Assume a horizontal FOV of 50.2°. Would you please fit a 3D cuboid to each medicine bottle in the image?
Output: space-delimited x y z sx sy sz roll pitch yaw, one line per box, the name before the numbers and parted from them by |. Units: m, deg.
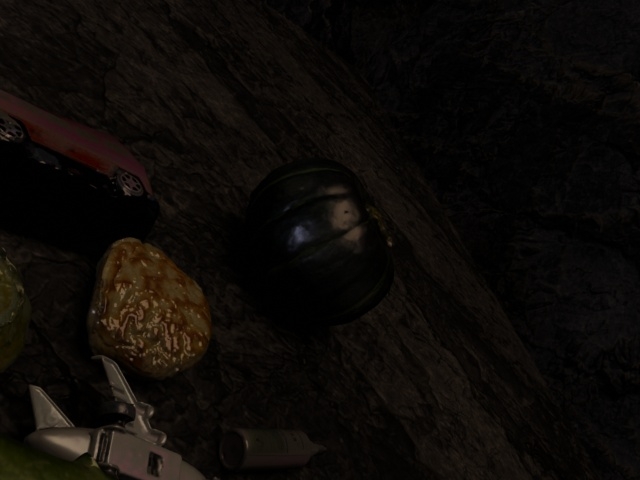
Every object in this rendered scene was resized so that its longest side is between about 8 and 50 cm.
medicine bottle | -0.055 0.299 0.977 0.199 0.057 0.058 20 37 -47

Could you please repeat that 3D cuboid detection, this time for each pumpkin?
pumpkin | 0.000 0.000 1.287 0.323 0.241 0.323 56 13 -20

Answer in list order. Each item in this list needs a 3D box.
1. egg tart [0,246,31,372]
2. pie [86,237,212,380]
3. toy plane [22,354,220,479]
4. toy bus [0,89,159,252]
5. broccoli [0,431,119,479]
egg tart | -0.388 0.060 0.734 0.197 0.078 0.197 40 27 -25
pie | -0.236 0.097 0.931 0.178 0.084 0.205 32 31 -31
toy plane | -0.208 0.248 0.737 0.255 0.101 0.251 32 41 -34
toy bus | -0.369 -0.095 0.930 0.302 0.127 0.147 25 31 -44
broccoli | -0.307 0.139 0.519 0.397 0.353 0.274 2 6 -38
